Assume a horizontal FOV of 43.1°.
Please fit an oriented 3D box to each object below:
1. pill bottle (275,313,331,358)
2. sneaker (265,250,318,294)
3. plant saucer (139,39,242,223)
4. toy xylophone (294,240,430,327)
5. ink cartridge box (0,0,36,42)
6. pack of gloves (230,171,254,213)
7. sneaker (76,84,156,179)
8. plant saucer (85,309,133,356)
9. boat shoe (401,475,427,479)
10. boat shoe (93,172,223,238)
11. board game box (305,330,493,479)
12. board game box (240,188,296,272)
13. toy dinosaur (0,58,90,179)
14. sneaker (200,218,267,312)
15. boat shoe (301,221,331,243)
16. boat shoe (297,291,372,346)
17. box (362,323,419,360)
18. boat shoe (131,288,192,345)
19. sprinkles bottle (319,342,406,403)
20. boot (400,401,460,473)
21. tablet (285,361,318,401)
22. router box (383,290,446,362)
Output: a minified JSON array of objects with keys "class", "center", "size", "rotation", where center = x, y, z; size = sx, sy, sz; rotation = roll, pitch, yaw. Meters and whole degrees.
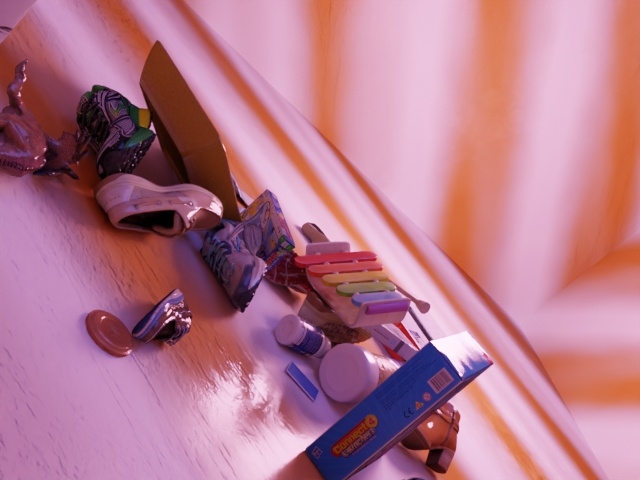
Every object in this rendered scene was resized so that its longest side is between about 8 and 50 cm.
[{"class":"pill bottle","center":[-0.033,0.204,1.690],"size":[0.120,0.067,0.067],"rotation":[34,20,-42]},{"class":"sneaker","center":[-0.071,0.078,1.901],"size":[0.225,0.088,0.092],"rotation":[31,-18,-24]},{"class":"plant saucer","center":[-0.290,-0.207,1.759],"size":[0.333,0.080,0.333],"rotation":[56,-16,29]},{"class":"toy xylophone","center":[0.097,0.096,1.789],"size":[0.236,0.081,0.322],"rotation":[-7,27,-32]},{"class":"ink cartridge box","center":[-0.582,-0.395,1.344],"size":[0.092,0.219,0.160],"rotation":[24,28,-56]},{"class":"pack of gloves","center":[-0.199,-0.107,2.045],"size":[0.232,0.046,0.195],"rotation":[40,16,-28]},{"class":"sneaker","center":[-0.415,-0.206,1.573],"size":[0.146,0.134,0.343],"rotation":[33,11,-25]},{"class":"plant saucer","center":[-0.308,0.134,1.192],"size":[0.083,0.013,0.083],"rotation":[43,16,-16]},{"class":"boat shoe","center":[0.176,0.489,1.534],"size":[0.079,0.081,0.227],"rotation":[55,17,23]},{"class":"boat shoe","center":[-0.290,-0.047,1.534],"size":[0.302,0.109,0.098],"rotation":[13,43,-56]},{"class":"board game box","center":[0.156,0.304,1.508],"size":[0.086,0.308,0.302],"rotation":[51,14,16]},{"class":"board game box","center":[-0.135,-0.010,1.805],"size":[0.035,0.136,0.201],"rotation":[38,17,-36]},{"class":"toy dinosaur","center":[-0.465,-0.149,1.266],"size":[0.200,0.127,0.296],"rotation":[51,19,-17]},{"class":"sneaker","center":[-0.188,0.045,1.640],"size":[0.122,0.110,0.283],"rotation":[23,20,-19]},{"class":"boat shoe","center":[0.001,-0.001,2.335],"size":[0.133,0.049,0.042],"rotation":[47,22,12]},{"class":"boat shoe","center":[0.026,0.195,1.876],"size":[0.104,0.089,0.285],"rotation":[40,4,36]},{"class":"box","center":[0.128,0.194,1.868],"size":[0.186,0.038,0.145],"rotation":[38,3,-22]},{"class":"boat shoe","center":[-0.241,0.129,1.294],"size":[0.066,0.066,0.183],"rotation":[48,15,-5]},{"class":"sprinkles bottle","center":[0.134,0.312,1.789],"size":[0.355,0.121,0.121],"rotation":[27,26,-55]},{"class":"boot","center":[0.248,0.412,1.830],"size":[0.197,0.072,0.152],"rotation":[53,46,-33]},{"class":"tablet","center":[-0.036,0.280,1.611],"size":[0.083,0.006,0.054],"rotation":[49,15,-2]},{"class":"router box","center":[0.263,0.270,2.328],"size":[0.301,0.082,0.335],"rotation":[56,17,26]}]
